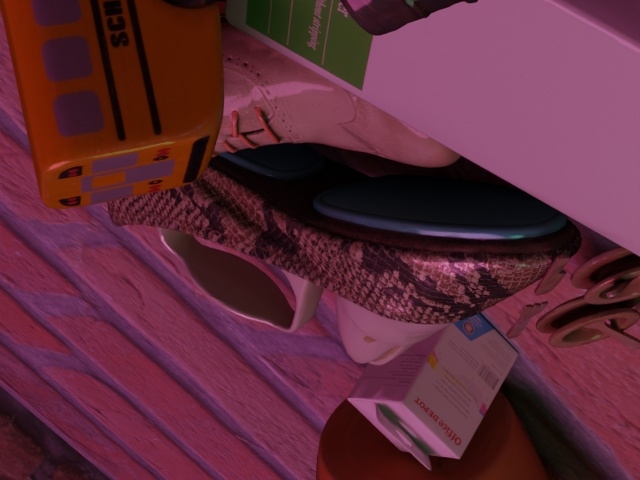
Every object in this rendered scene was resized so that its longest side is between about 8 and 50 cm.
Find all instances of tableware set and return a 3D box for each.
[{"bbox_3d":[0.223,0.049,1.173,0.194,0.128,0.039,105,152,-68],"label":"tableware set"}]

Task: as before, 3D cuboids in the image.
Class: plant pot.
[{"bbox_3d":[0.115,0.268,1.588,0.291,0.291,0.203,15,134,37],"label":"plant pot"}]

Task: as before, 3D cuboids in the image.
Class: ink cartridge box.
[{"bbox_3d":[0.103,0.137,1.473,0.092,0.143,0.090,46,154,-25],"label":"ink cartridge box"}]

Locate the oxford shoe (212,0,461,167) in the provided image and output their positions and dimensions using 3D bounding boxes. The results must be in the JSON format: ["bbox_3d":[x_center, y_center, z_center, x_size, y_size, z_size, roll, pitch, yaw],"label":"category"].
[{"bbox_3d":[-0.058,-0.105,1.201,0.397,0.146,0.140,17,151,34],"label":"oxford shoe"}]

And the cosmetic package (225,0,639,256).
[{"bbox_3d":[0.141,-0.137,0.870,0.365,0.155,0.197,31,156,10],"label":"cosmetic package"}]

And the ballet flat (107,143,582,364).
[{"bbox_3d":[0.000,0.000,1.293,0.483,0.164,0.182,20,116,35],"label":"ballet flat"}]

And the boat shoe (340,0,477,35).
[{"bbox_3d":[-0.026,-0.247,0.722,0.355,0.130,0.132,58,-167,22],"label":"boat shoe"}]

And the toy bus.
[{"bbox_3d":[-0.136,-0.197,0.924,0.108,0.130,0.332,121,136,-74],"label":"toy bus"}]
